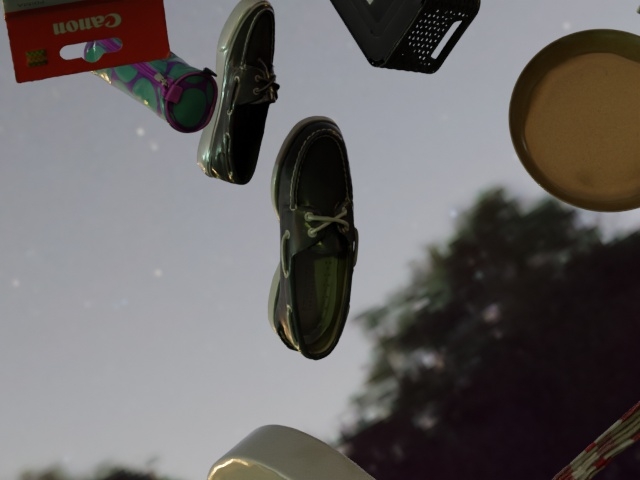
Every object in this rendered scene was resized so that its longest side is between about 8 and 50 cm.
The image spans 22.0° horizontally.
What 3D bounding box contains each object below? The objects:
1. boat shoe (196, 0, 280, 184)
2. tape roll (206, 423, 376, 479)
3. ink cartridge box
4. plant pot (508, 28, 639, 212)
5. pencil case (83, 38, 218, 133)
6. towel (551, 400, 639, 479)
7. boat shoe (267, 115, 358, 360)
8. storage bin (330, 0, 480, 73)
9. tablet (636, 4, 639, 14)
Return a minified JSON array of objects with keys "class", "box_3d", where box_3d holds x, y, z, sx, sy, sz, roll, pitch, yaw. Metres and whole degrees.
[{"class":"boat shoe","box_3d":[-0.085,-0.172,1.945,0.080,0.076,0.228,-3,-65,-53]},{"class":"tape roll","box_3d":[0.017,0.397,1.988,0.072,0.392,0.392,-38,-12,-28]},{"class":"ink cartridge box","box_3d":[-0.204,-0.219,1.405,0.145,0.045,0.179,-11,-60,-11]},{"class":"plant pot","box_3d":[0.347,-0.144,2.013,0.236,0.236,0.032,-28,-13,-5]},{"class":"pencil case","box_3d":[-0.162,-0.160,1.569,0.064,0.152,0.070,-54,-39,-3]},{"class":"towel","box_3d":[0.339,0.202,1.762,0.329,0.037,0.237,-40,-13,-10]},{"class":"boat shoe","box_3d":[0.000,0.000,2.028,0.114,0.091,0.302,-9,-66,-22]},{"class":"storage bin","box_3d":[0.085,-0.287,1.854,0.084,0.180,0.122,3,-45,-38]},{"class":"tablet","box_3d":[0.351,-0.260,1.656,0.054,0.006,0.083,12,-68,-50]}]
